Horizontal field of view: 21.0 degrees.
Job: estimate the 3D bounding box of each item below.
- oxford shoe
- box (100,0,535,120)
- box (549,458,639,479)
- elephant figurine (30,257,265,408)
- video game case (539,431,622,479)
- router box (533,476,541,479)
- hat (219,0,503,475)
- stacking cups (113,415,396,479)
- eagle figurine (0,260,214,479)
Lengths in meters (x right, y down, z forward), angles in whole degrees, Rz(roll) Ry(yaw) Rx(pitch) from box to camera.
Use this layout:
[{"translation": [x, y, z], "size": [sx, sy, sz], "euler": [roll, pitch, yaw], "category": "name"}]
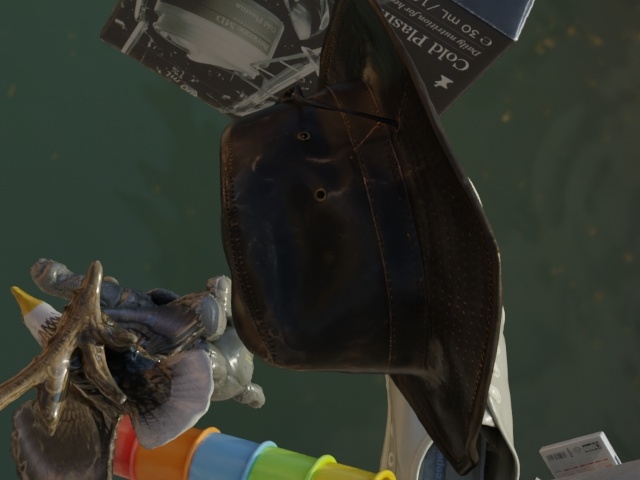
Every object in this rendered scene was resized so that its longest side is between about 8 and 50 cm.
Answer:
[{"translation": [0.139, 0.128, 1.839], "size": [0.169, 0.130, 0.449], "euler": [6, 77, -22], "category": "oxford shoe"}, {"translation": [0.011, -0.384, 2.489], "size": [0.480, 0.472, 0.297], "euler": [31, 55, -10], "category": "box"}, {"translation": [0.255, 0.255, 1.161], "size": [0.168, 0.345, 0.215], "euler": [-7, 81, -59], "category": "box"}, {"translation": [-0.207, 0.113, 2.077], "size": [0.239, 0.186, 0.169], "euler": [-1, -2, 22], "category": "elephant figurine"}, {"translation": [0.316, 0.280, 1.983], "size": [0.122, 0.087, 0.011], "euler": [59, 40, -11], "category": "video game case"}, {"translation": [0.210, 0.363, 1.989], "size": [0.046, 0.133, 0.179], "euler": [38, 23, 5], "category": "router box"}, {"translation": [0.000, 0.000, 1.104], "size": [0.134, 0.331, 0.331], "euler": [-11, 51, -13], "category": "hat"}, {"translation": [-0.085, 0.235, 1.687], "size": [0.316, 0.096, 0.096], "euler": [11, 32, 25], "category": "stacking cups"}, {"translation": [-0.217, 0.127, 1.652], "size": [0.226, 0.298, 0.225], "euler": [-13, 69, -4], "category": "eagle figurine"}]
